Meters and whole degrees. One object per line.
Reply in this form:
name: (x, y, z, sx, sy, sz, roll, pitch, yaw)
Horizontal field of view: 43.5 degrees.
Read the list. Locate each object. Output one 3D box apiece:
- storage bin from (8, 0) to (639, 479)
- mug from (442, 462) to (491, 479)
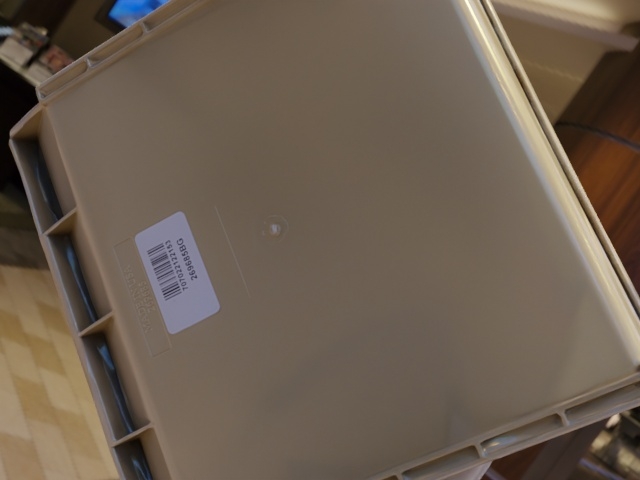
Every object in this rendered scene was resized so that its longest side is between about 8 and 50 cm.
storage bin: (0.000, 0.000, 0.420, 0.262, 0.260, 0.123, 68, 18, 12)
mug: (-0.023, 0.027, 0.705, 0.374, 0.276, 0.328, 43, 12, -4)
